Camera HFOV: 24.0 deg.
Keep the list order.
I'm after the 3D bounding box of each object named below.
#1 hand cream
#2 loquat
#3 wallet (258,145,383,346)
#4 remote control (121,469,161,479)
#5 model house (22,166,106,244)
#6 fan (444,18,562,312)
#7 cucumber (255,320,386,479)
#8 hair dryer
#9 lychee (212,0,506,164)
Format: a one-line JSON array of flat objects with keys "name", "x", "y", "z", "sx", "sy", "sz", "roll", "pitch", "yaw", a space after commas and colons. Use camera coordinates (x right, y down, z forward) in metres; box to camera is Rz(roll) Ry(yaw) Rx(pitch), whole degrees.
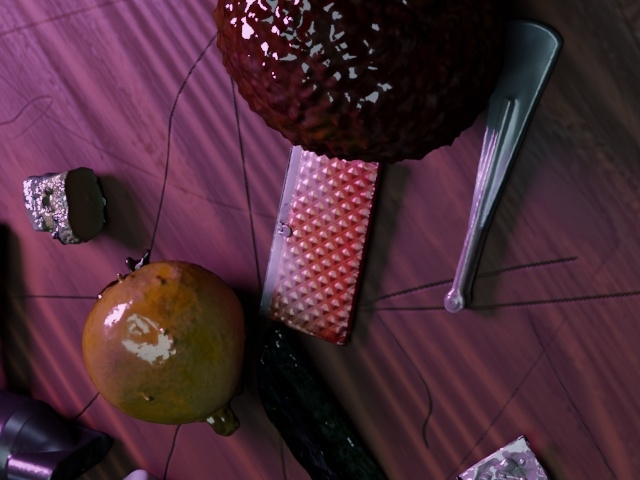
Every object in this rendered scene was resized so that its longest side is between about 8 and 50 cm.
[{"name": "hand cream", "x": 0.222, "y": 0.311, "z": 1.400, "sx": 0.084, "sy": 0.050, "sz": 0.257, "roll": -34, "pitch": 78, "yaw": 29}, {"name": "loquat", "x": -0.146, "y": 0.110, "z": 1.503, "sx": 0.172, "sy": 0.149, "sz": 0.204, "roll": -38, "pitch": 93, "yaw": 26}, {"name": "wallet", "x": 0.000, "y": 0.000, "z": 1.468, "sx": 0.103, "sy": 0.020, "sz": 0.197, "roll": 21, "pitch": 111, "yaw": 25}, {"name": "remote control", "x": -0.277, "y": 0.364, "z": 1.643, "sx": 0.056, "sy": 0.140, "sz": 0.296, "roll": 37, "pitch": 124, "yaw": -22}, {"name": "model house", "x": -0.278, "y": -0.034, "z": 1.591, "sx": 0.083, "sy": 0.066, "sz": 0.079, "roll": -6, "pitch": 97, "yaw": 32}, {"name": "fan", "x": 0.161, "y": -0.062, "z": 1.364, "sx": 0.057, "sy": 0.023, "sz": 0.282, "roll": 17, "pitch": 109, "yaw": 16}, {"name": "cucumber", "x": -0.012, "y": 0.188, "z": 1.501, "sx": 0.070, "sy": 0.046, "sz": 0.220, "roll": -34, "pitch": 88, "yaw": 41}, {"name": "hair dryer", "x": -0.350, "y": 0.128, "z": 1.657, "sx": 0.244, "sy": 0.116, "sz": 0.303, "roll": 8, "pitch": 98, "yaw": 25}, {"name": "lychee", "x": 0.032, "y": -0.185, "z": 1.281, "sx": 0.260, "sy": 0.260, "sz": 0.261, "roll": 7, "pitch": 105, "yaw": 28}]
